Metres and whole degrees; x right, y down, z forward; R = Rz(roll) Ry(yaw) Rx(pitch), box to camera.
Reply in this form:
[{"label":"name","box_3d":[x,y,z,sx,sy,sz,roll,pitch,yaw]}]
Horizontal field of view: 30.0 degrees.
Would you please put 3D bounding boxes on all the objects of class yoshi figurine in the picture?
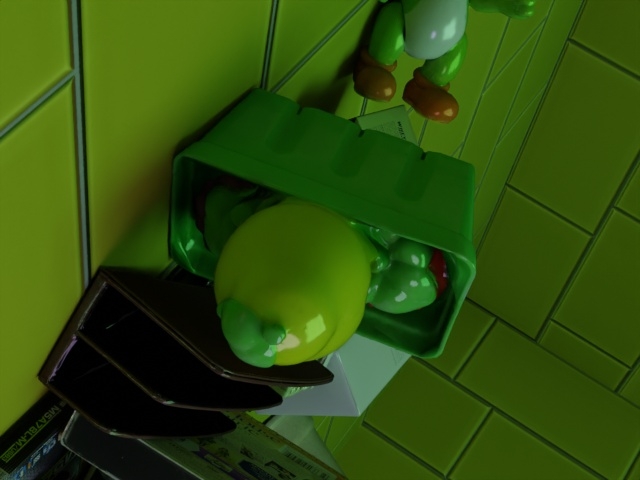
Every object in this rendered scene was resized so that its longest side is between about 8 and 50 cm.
[{"label":"yoshi figurine","box_3d":[0.188,-0.342,1.656,0.203,0.203,0.362,-17,135,-60]}]

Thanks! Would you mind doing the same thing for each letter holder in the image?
[{"label":"letter holder","box_3d":[-0.143,0.166,1.435,0.152,0.214,0.302,-59,155,7]}]

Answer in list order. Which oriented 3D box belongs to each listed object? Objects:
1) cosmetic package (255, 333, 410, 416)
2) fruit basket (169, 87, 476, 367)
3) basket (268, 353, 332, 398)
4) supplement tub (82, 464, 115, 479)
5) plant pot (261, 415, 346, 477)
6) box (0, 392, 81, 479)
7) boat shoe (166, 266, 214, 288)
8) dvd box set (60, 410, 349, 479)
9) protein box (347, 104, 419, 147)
[{"label":"cosmetic package","box_3d":[0.010,0.191,2.082,0.224,0.224,0.138,-40,118,-48]},{"label":"fruit basket","box_3d":[-0.014,0.032,1.383,0.392,0.392,0.283,-50,165,-31]},{"label":"basket","box_3d":[-0.075,0.160,1.908,0.103,0.167,0.113,-23,143,-57]},{"label":"supplement tub","box_3d":[-0.284,0.450,1.710,0.338,0.207,0.207,-59,167,9]},{"label":"plant pot","box_3d":[-0.061,0.502,2.220,0.334,0.305,0.334,-42,176,-4]},{"label":"box","box_3d":[-0.358,0.286,1.428,0.191,0.045,0.184,-45,161,-40]},{"label":"boat shoe","box_3d":[-0.156,0.042,1.573,0.152,0.056,0.049,-51,170,-27]},{"label":"dvd box set","box_3d":[-0.130,0.290,1.557,0.062,0.307,0.420,-60,172,3]},{"label":"protein box","box_3d":[0.061,-0.072,1.708,0.136,0.200,0.201,-18,-176,25]}]
